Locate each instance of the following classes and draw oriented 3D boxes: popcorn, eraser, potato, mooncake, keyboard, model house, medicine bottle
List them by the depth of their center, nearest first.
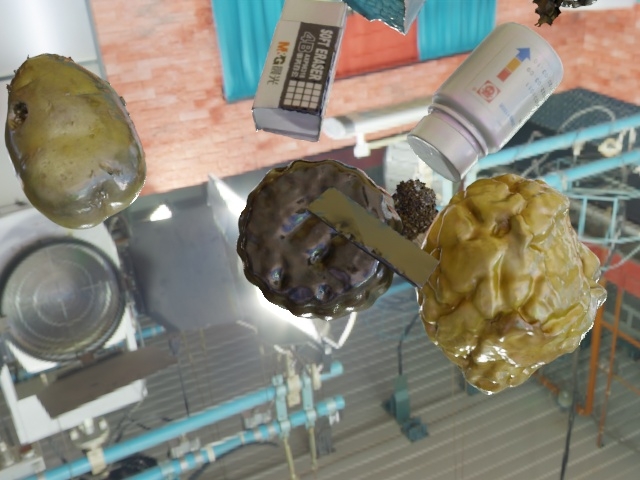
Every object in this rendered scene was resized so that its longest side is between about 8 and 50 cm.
[{"bbox_3d":[0.074,-0.005,1.047,0.197,0.015,0.074,36,-139,9],"label":"keyboard"},{"bbox_3d":[-0.380,-0.156,1.126,0.192,0.296,0.141,-21,167,-15],"label":"potato"},{"bbox_3d":[0.000,0.000,1.276,0.291,0.290,0.161,0,173,9],"label":"mooncake"},{"bbox_3d":[0.325,0.078,1.352,0.344,0.390,0.354,-44,-156,-25],"label":"popcorn"},{"bbox_3d":[-0.033,-0.325,1.366,0.131,0.086,0.287,9,-119,4],"label":"eraser"},{"bbox_3d":[0.312,-0.262,1.411,0.293,0.170,0.170,-47,-142,-4],"label":"medicine bottle"},{"bbox_3d":[0.145,-0.636,1.577,0.241,0.226,0.261,29,-98,16],"label":"model house"}]

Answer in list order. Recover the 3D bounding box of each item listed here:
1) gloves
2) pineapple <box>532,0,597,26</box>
[{"bbox_3d":[0.251,-0.045,1.983,0.135,0.210,0.312,10,-148,-30],"label":"gloves"},{"bbox_3d":[0.185,-0.333,0.763,0.175,0.175,0.361,-10,-139,-10],"label":"pineapple"}]
